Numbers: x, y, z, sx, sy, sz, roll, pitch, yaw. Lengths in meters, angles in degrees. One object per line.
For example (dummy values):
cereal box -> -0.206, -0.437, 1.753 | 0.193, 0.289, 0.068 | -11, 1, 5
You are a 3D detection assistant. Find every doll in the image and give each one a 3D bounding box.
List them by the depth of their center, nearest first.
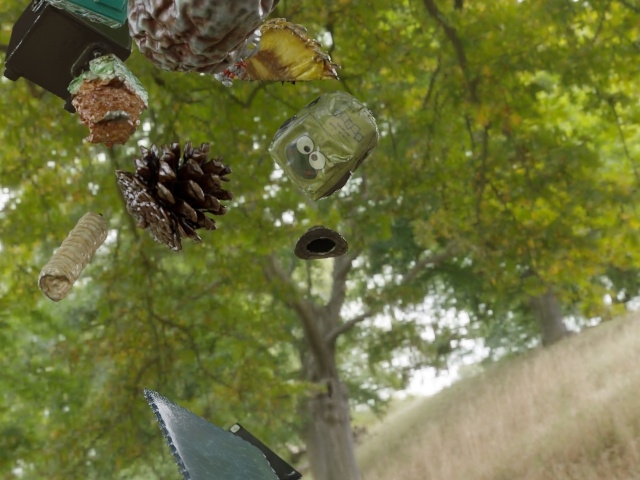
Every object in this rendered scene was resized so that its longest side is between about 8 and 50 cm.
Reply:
doll -> -0.181, -0.427, 1.908 | 0.094, 0.180, 0.079 | 26, -7, -30

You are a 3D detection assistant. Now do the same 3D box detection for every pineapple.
pineapple -> -0.122, -0.483, 2.096 | 0.334, 0.161, 0.158 | -2, -47, 10

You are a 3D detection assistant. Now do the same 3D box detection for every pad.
pad -> -0.131, 0.338, 1.263 | 0.269, 0.269, 0.012 | 38, -87, -36
pad -> -0.141, 0.449, 1.706 | 0.116, 0.193, 0.004 | -38, -36, -29

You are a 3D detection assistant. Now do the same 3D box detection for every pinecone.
pinecone -> -0.244, -0.085, 1.485 | 0.207, 0.208, 0.208 | -11, -13, -3

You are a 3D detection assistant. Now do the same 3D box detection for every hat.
hat -> 0.000, 0.000, 1.774 | 0.121, 0.050, 0.121 | -6, -33, -4

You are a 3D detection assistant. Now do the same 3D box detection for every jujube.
jujube -> -0.176, -0.372, 1.299 | 0.225, 0.226, 0.317 | -6, -2, -23

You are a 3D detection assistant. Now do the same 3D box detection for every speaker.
speaker -> -0.632, -0.491, 2.141 | 0.232, 0.184, 0.254 | 30, -55, -34

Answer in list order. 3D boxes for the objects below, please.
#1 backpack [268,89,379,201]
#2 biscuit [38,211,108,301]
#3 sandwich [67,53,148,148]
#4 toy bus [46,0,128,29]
backpack -> 0.018, -0.231, 2.022 | 0.253, 0.207, 0.140 | -42, 0, 16
biscuit -> -0.402, 0.020, 1.419 | 0.055, 0.061, 0.219 | -14, 25, 16
sandwich -> -0.389, -0.255, 1.656 | 0.109, 0.160, 0.185 | -28, -17, 11
toy bus -> -0.439, -0.467, 1.643 | 0.160, 0.079, 0.091 | 17, -3, -33
